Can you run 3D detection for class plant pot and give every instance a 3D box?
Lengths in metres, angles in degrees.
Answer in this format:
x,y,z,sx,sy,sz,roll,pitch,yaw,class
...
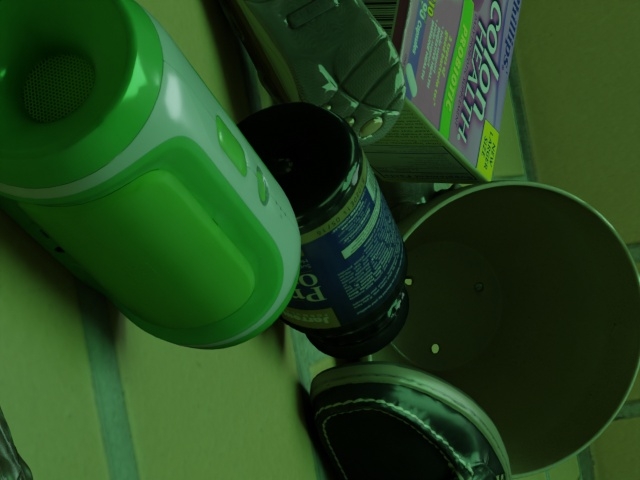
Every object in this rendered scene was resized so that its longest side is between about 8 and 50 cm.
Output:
x,y,z,sx,sy,sz,roll,pitch,yaw,class
0.150,0.075,1.909,0.191,0.284,0.284,-159,-126,-72,plant pot

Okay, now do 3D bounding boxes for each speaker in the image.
x,y,z,sx,sy,sz,roll,pitch,yaw,class
-0.103,-0.035,1.103,0.296,0.131,0.131,54,28,-63,speaker

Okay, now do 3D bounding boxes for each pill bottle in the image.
x,y,z,sx,sy,sz,roll,pitch,yaw,class
0.000,0.000,1.542,0.219,0.122,0.123,63,21,-51,pill bottle

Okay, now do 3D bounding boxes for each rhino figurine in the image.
x,y,z,sx,sy,sz,roll,pitch,yaw,class
0.102,-0.036,2.085,0.073,0.106,0.243,-13,94,-48,rhino figurine

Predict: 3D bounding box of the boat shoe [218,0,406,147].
x,y,z,sx,sy,sz,roll,pitch,yaw,class
-0.043,-0.224,1.610,0.116,0.123,0.324,7,-60,68,boat shoe

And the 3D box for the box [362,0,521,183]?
x,y,z,sx,sy,sz,roll,pitch,yaw,class
0.083,-0.194,1.828,0.243,0.117,0.214,40,57,-58,box

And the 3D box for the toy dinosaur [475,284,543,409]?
x,y,z,sx,sy,sz,roll,pitch,yaw,class
0.170,0.131,2.102,0.313,0.160,0.121,-86,161,-46,toy dinosaur

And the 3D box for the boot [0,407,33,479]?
x,y,z,sx,sy,sz,roll,pitch,yaw,class
-0.165,0.107,0.923,0.106,0.037,0.114,-105,-179,-60,boot

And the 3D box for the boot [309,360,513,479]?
x,y,z,sx,sy,sz,roll,pitch,yaw,class
0.094,0.306,1.672,0.377,0.138,0.284,58,31,-42,boot
